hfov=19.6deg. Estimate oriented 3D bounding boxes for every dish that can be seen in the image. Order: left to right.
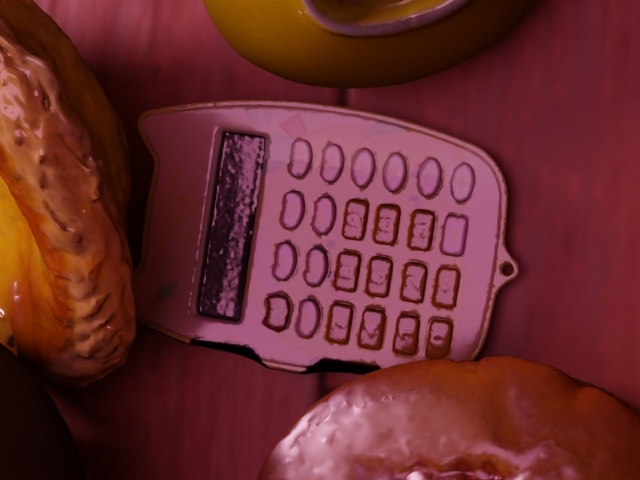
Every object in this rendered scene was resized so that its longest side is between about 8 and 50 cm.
[{"bbox_3d":[0.026,-0.196,0.973,0.221,0.108,0.262,-19,111,3],"label":"dish"}]

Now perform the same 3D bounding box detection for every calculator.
[{"bbox_3d":[0.000,0.000,1.076,0.236,0.033,0.157,10,91,15],"label":"calculator"}]

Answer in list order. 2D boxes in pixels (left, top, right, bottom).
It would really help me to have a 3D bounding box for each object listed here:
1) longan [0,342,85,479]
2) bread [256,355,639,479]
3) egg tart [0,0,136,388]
[{"bbox_3d":[-0.313,0.184,0.995,0.404,0.336,0.404,-3,113,-8],"label":"longan"},{"bbox_3d":[0.088,0.192,0.981,0.270,0.148,0.270,-1,88,17],"label":"bread"},{"bbox_3d":[-0.203,-0.060,1.055,0.319,0.319,0.128,32,56,16],"label":"egg tart"}]
